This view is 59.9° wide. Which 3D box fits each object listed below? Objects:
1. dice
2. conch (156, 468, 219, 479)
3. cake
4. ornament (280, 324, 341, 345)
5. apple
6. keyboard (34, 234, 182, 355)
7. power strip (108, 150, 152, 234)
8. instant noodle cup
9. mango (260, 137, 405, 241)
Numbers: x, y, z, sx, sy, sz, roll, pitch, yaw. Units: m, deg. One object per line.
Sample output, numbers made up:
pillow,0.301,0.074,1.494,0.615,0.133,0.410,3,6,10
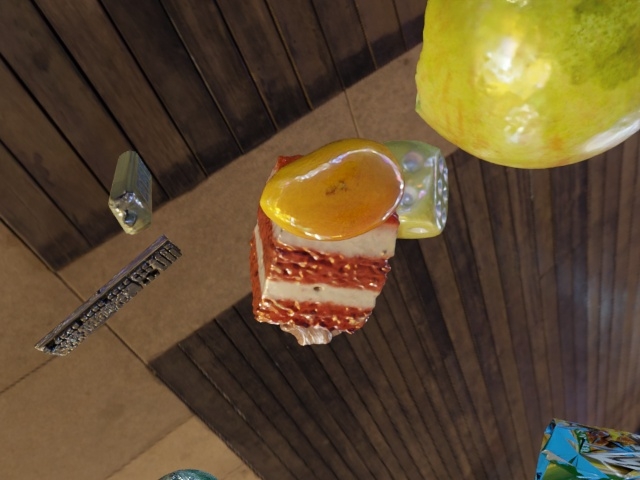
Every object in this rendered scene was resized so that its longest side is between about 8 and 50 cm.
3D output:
dice,0.240,-0.142,1.615,0.227,0.233,0.238,35,58,-65
conch,-0.219,0.457,0.877,0.196,0.134,0.202,-21,93,-49
cake,0.000,0.000,1.240,0.269,0.270,0.319,7,124,-17
ornament,-0.014,0.165,1.562,0.235,0.221,0.217,-12,160,-2
apple,0.173,-0.183,0.444,0.246,0.246,0.226,-59,158,14
keyboard,-0.409,0.112,1.097,0.317,0.027,0.106,-42,164,-8
power strip,-0.411,-0.111,1.225,0.066,0.387,0.092,-27,119,-3
instant noodle cup,0.313,0.303,0.587,0.240,0.178,0.240,-39,136,-51
mango,0.021,-0.067,0.784,0.217,0.102,0.141,-8,131,-20
